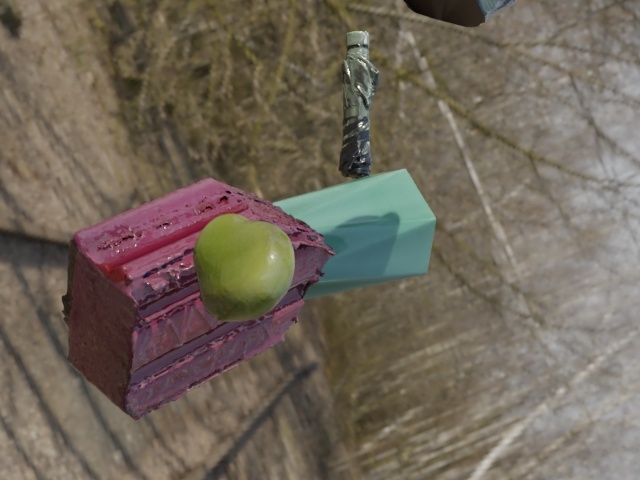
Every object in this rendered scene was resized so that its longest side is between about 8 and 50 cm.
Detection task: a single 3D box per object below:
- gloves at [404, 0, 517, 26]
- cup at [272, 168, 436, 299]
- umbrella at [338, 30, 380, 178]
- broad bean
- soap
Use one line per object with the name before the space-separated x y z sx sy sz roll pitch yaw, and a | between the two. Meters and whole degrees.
gloves | 0.156 -0.293 1.068 0.128 0.212 0.111 5 -27 42
cup | 0.000 0.000 1.376 0.148 0.236 0.134 -12 -90 58
umbrella | 0.050 -0.171 1.479 0.046 0.050 0.188 55 37 -79
broad bean | -0.044 0.016 0.666 0.045 0.063 0.083 41 0 -30
soap | -0.099 0.041 1.038 0.099 0.250 0.162 32 -51 33
